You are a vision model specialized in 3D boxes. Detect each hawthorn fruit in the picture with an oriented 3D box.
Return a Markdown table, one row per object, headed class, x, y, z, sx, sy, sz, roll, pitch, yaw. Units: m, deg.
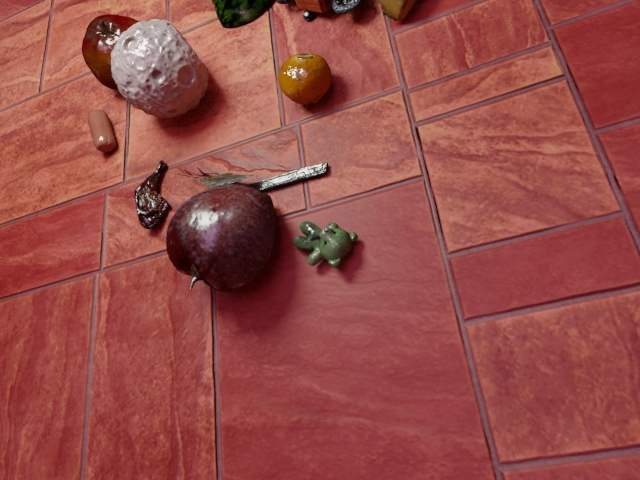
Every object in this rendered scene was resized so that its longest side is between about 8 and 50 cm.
| class | x | y | z | sx | sy | sz | roll | pitch | yaw |
| --- | --- | --- | --- | --- | --- | --- | --- | --- | --- |
| hawthorn fruit | -0.595 | -0.561 | 1.501 | 0.215 | 0.249 | 0.215 | 0 | 81 | -1 |

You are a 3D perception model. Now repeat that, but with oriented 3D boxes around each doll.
| class | x | y | z | sx | sy | sz | roll | pitch | yaw |
| --- | --- | --- | --- | --- | --- | --- | --- | --- | --- |
| doll | 0.000 | 0.000 | 1.121 | 0.150 | 0.077 | 0.115 | 15 | 64 | 38 |

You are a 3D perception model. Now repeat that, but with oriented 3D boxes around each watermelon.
| class | x | y | z | sx | sy | sz | roll | pitch | yaw |
| --- | --- | --- | --- | --- | --- | --- | --- | --- | --- |
| watermelon | -0.244 | -0.735 | 1.476 | 0.193 | 0.145 | 0.137 | -26 | 57 | 11 |

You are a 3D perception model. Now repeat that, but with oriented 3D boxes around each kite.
| class | x | y | z | sx | sy | sz | roll | pitch | yaw |
| --- | --- | --- | --- | --- | --- | --- | --- | --- | --- |
| kite | -0.270 | -0.161 | 1.277 | 0.229 | 0.127 | 0.016 | 18 | 117 | 44 |

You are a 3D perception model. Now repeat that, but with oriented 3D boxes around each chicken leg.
| class | x | y | z | sx | sy | sz | roll | pitch | yaw |
| --- | --- | --- | --- | --- | --- | --- | --- | --- | --- |
| chicken leg | -0.452 | -0.123 | 1.365 | 0.093 | 0.053 | 0.205 | -10 | 71 | -7 |

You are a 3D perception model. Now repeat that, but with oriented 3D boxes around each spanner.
| class | x | y | z | sx | sy | sz | roll | pitch | yaw |
| --- | --- | --- | --- | --- | --- | --- | --- | --- | --- |
| spanner | -0.133 | -0.140 | 1.257 | 0.325 | 0.026 | 0.093 | -13 | 64 | 15 |

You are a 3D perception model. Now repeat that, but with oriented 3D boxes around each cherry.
| class | x | y | z | sx | sy | sz | roll | pitch | yaw |
| --- | --- | --- | --- | --- | --- | --- | --- | --- | --- |
| cherry | -0.214 | -0.014 | 1.139 | 0.230 | 0.203 | 0.300 | 19 | 56 | 34 |

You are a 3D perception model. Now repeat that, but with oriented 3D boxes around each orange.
| class | x | y | z | sx | sy | sz | roll | pitch | yaw |
| --- | --- | --- | --- | --- | --- | --- | --- | --- | --- |
| orange | -0.039 | -0.403 | 1.271 | 0.136 | 0.117 | 0.135 | 5 | 31 | -3 |

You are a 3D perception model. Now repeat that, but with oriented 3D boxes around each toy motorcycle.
| class | x | y | z | sx | sy | sz | roll | pitch | yaw |
| --- | --- | --- | --- | --- | --- | --- | --- | --- | --- |
| toy motorcycle | 0.007 | -0.691 | 1.385 | 0.298 | 0.089 | 0.171 | 27 | 80 | 29 |

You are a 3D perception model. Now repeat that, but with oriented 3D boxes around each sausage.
| class | x | y | z | sx | sy | sz | roll | pitch | yaw |
| --- | --- | --- | --- | --- | --- | --- | --- | --- | --- |
| sausage | -0.658 | -0.331 | 1.525 | 0.062 | 0.062 | 0.154 | -31 | 61 | 8 |

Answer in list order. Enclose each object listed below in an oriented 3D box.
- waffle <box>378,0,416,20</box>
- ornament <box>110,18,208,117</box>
| class | x | y | z | sx | sy | sz | roll | pitch | yaw |
| --- | --- | --- | --- | --- | --- | --- | --- | --- | --- |
| waffle | 0.160 | -0.764 | 1.247 | 0.348 | 0.077 | 0.304 | 39 | 80 | -13 |
| ornament | -0.438 | -0.457 | 1.378 | 0.225 | 0.259 | 0.259 | -39 | 60 | 2 |
